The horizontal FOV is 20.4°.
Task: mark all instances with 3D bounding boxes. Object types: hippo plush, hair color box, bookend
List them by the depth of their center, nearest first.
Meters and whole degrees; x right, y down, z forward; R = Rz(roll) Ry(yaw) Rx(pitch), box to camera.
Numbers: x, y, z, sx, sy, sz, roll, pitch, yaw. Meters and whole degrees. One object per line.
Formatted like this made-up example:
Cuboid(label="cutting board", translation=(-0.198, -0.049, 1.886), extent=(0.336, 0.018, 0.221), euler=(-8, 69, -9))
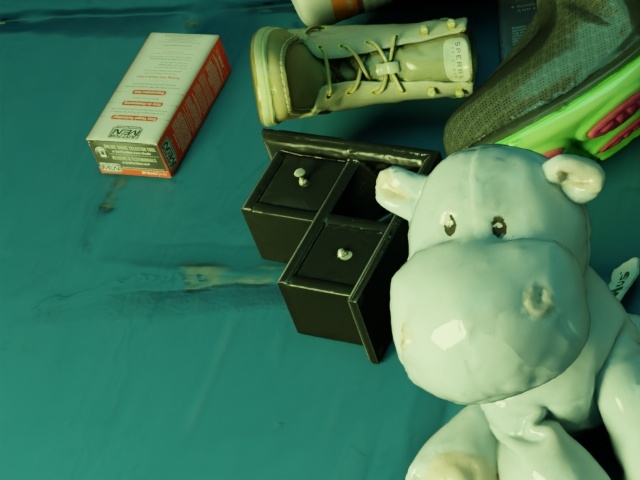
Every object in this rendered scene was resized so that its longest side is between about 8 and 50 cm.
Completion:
Cuboid(label="hippo plush", translation=(0.159, 0.049, 1.128), extent=(0.234, 0.236, 0.294), euler=(0, 47, 21))
Cuboid(label="bookend", translation=(0.000, 0.000, 1.354), extent=(0.157, 0.072, 0.156), euler=(10, 51, 28))
Cuboid(label="hair color box", translation=(-0.138, -0.119, 1.543), extent=(0.072, 0.043, 0.141), euler=(6, 48, 25))

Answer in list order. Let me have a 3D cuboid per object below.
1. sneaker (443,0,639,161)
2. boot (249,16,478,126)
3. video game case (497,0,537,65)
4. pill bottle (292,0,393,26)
Cuboid(label="sneaker", translation=(0.231, -0.233, 1.349), extent=(0.202, 0.185, 0.483), euler=(34, 79, 11))
Cuboid(label="boot", translation=(0.039, -0.138, 1.425), extent=(0.165, 0.077, 0.213), euler=(-2, 10, 14))
Cuboid(label="video game case", translation=(0.249, -0.239, 1.537), extent=(0.196, 0.026, 0.274), euler=(-8, 44, 12))
Cuboid(label="pill bottle", translation=(0.130, -0.349, 1.510), extent=(0.392, 0.224, 0.224), euler=(-21, 43, 0))
